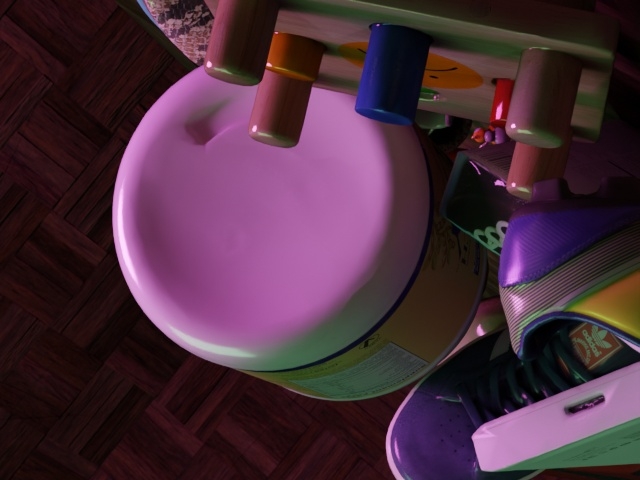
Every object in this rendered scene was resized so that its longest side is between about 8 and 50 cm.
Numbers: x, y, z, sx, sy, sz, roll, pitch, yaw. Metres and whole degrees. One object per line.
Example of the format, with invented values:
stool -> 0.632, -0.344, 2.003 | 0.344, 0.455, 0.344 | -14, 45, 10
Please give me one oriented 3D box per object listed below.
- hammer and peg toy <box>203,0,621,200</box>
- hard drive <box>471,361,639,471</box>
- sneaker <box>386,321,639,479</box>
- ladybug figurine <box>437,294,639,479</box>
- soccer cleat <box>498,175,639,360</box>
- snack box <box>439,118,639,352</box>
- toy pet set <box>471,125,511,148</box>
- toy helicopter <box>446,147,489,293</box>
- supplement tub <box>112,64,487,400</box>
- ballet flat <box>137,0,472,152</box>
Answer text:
hammer and peg toy -> 0.110, -0.112, 1.139 | 0.361, 0.127, 0.266 | 12, 173, 9
hard drive -> 0.286, 0.130, 1.410 | 0.307, 0.203, 0.040 | 5, -115, -50
sneaker -> 0.210, 0.101, 1.522 | 0.131, 0.350, 0.148 | 59, 176, 13
ladybug figurine -> 0.277, 0.152, 1.793 | 0.305, 0.162, 0.449 | -4, 168, 36
soccer cleat -> 0.242, 0.028, 1.028 | 0.289, 0.121, 0.093 | 1, 169, 21
snack box -> 0.260, 0.021, 1.266 | 0.187, 0.060, 0.322 | -13, -142, -41
toy pet set -> 0.182, -0.068, 1.788 | 0.114, 0.065, 0.122 | 40, 178, -14
toy helicopter -> -0.012, -0.028, 1.762 | 0.355, 0.235, 0.140 | 29, 135, 26
supplement tub -> 0.000, 0.000, 1.450 | 0.241, 0.241, 0.331 | 38, -178, 19
ballet flat -> 0.024, -0.171, 1.539 | 0.182, 0.164, 0.483 | 19, 176, 25
